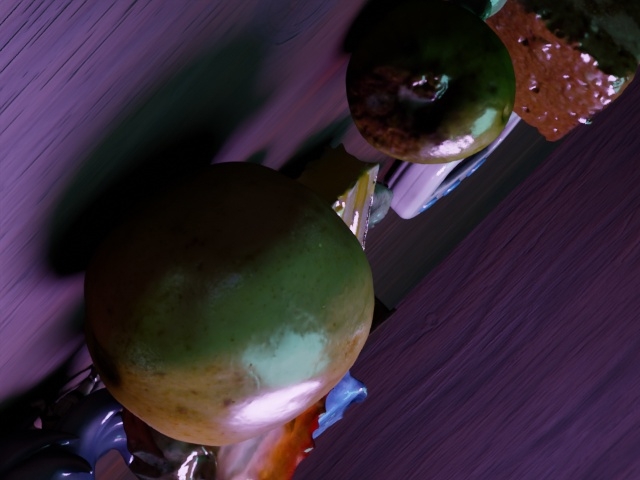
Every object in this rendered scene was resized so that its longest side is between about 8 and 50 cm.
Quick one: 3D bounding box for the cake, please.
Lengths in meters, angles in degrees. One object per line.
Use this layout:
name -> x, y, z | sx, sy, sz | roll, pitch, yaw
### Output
cake -> 0.327, -0.296, 1.546 | 0.293, 0.196, 0.199 | -50, 180, -24

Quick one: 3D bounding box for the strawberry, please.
strawberry -> -0.107, 0.172, 1.525 | 0.336, 0.149, 0.265 | -53, 134, -35

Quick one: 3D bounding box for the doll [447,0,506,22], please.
doll -> 0.167, -0.276, 1.430 | 0.150, 0.077, 0.115 | 132, -28, -75

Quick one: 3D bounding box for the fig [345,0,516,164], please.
fig -> 0.118, -0.170, 1.374 | 0.181, 0.181, 0.191 | -45, -170, 6

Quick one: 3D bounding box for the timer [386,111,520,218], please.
timer -> 0.223, -0.155, 2.094 | 0.262, 0.087, 0.237 | -37, 169, -34

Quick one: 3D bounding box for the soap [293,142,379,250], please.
soap -> 0.001, 0.001, 1.651 | 0.135, 0.076, 0.233 | -42, 150, -42

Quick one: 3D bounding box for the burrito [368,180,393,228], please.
burrito -> 0.041, -0.050, 1.871 | 0.096, 0.066, 0.309 | -44, 171, 15

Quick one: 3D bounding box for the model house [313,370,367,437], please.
model house -> -0.108, 0.276, 2.128 | 0.303, 0.237, 0.215 | -38, 169, -29

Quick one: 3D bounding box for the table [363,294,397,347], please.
table -> -0.025, 0.117, 1.928 | 0.169, 0.193, 0.172 | -38, 168, -27

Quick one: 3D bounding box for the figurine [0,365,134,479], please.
figurine -> -0.322, 0.273, 1.526 | 0.265, 0.197, 0.175 | -35, 131, -28

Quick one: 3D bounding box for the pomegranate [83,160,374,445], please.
pomegranate -> -0.098, 0.064, 1.248 | 0.307, 0.307, 0.307 | -42, 170, -9
